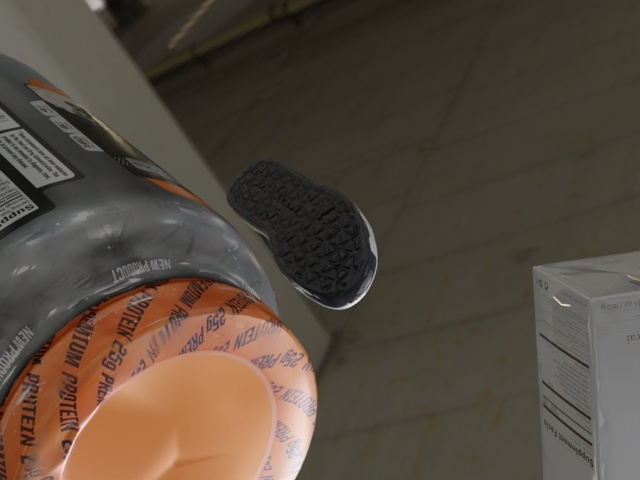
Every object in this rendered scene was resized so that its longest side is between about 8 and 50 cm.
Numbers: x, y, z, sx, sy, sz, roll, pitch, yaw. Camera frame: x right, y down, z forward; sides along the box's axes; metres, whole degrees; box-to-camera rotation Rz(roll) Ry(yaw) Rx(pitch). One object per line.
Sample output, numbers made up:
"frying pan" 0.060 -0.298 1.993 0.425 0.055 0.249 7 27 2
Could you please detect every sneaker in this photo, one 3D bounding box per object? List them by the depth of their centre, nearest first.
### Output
"sneaker" 0.000 0.000 1.030 0.084 0.097 0.235 -42 -144 0

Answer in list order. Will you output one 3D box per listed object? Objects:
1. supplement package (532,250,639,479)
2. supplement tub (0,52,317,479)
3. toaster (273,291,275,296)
"supplement package" 0.369 0.176 1.379 0.177 0.293 0.175 -8 -167 -11
"supplement tub" -0.152 0.030 0.612 0.193 0.193 0.316 -40 -135 -13
"toaster" -0.148 0.105 0.872 0.168 0.110 0.186 -15 -135 39
